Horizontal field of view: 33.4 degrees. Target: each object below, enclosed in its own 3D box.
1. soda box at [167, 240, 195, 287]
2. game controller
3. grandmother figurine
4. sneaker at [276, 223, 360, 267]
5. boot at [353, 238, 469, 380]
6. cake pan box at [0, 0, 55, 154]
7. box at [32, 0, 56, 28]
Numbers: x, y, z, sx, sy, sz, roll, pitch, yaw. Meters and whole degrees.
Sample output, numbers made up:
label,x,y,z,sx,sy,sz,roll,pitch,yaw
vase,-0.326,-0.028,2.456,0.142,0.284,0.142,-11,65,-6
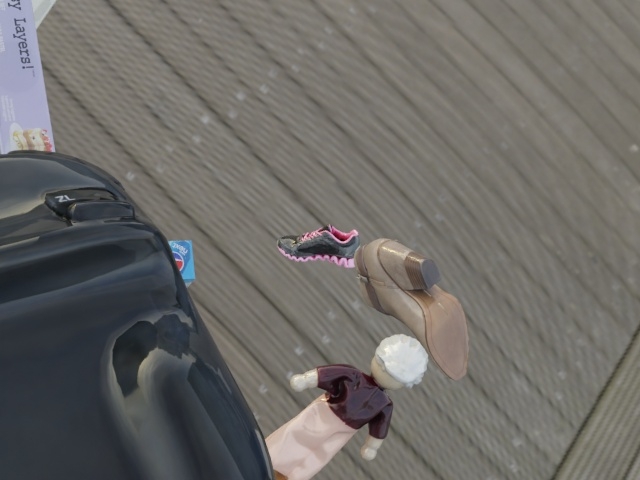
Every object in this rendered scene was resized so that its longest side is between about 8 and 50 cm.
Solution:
label,x,y,z,sx,sy,sz,roll,pitch,yaw
soda box,-0.267,0.060,1.784,0.071,0.210,0.067,-3,75,-20
game controller,-0.164,0.077,0.273,0.319,0.067,0.166,-19,78,-32
grandmother figurine,0.033,0.277,1.758,0.208,0.342,0.104,42,13,-33
sneaker,0.000,0.000,1.454,0.119,0.057,0.047,6,34,6
boot,0.070,0.053,0.862,0.042,0.087,0.118,-24,105,-32
cake pan box,-0.377,-0.184,1.157,0.070,0.246,0.266,-12,95,-37
box,-0.481,-0.356,1.558,0.127,0.149,0.232,38,80,-35
